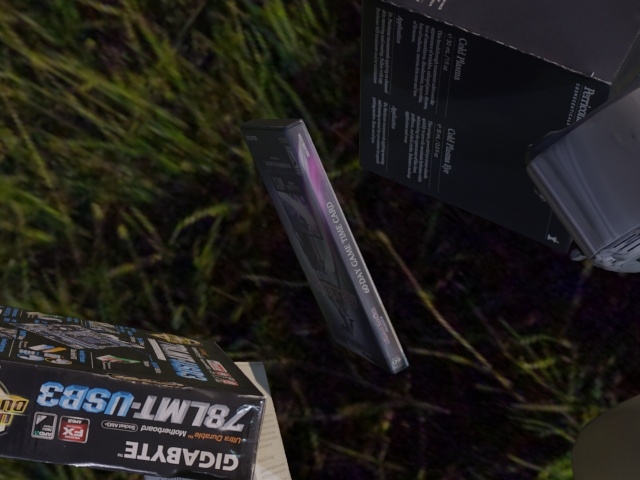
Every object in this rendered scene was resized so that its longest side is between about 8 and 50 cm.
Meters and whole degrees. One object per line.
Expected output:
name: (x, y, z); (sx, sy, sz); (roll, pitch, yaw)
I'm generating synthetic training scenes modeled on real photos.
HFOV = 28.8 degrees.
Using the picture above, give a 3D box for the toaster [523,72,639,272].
toaster: (0.316, -0.068, 1.169); (0.227, 0.129, 0.146); (-34, 70, 24)

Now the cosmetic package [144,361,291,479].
cosmetic package: (-0.142, 0.264, 1.622); (0.151, 0.151, 0.184); (-17, 82, 11)

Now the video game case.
video game case: (0.000, 0.000, 1.316); (0.026, 0.274, 0.196); (-26, 12, -13)

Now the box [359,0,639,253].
box: (0.226, -0.196, 1.575); (0.312, 0.343, 0.179); (25, 60, 16)

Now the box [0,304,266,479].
box: (-0.206, 0.099, 0.911); (0.295, 0.293, 0.073); (-162, 84, -77)

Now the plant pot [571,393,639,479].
plant pot: (0.458, 0.293, 1.601); (0.274, 0.256, 0.256); (-15, 58, 62)
